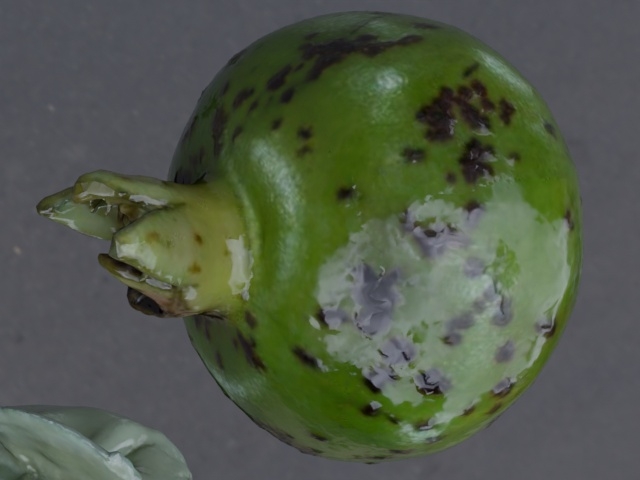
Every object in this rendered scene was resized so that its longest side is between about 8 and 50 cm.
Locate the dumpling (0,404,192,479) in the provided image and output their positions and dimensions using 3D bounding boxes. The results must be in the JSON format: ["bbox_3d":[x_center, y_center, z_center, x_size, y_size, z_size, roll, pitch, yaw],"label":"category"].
[{"bbox_3d":[-0.227,0.258,1.715,0.320,0.270,0.212,7,88,-2],"label":"dumpling"}]

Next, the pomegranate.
[{"bbox_3d":[0.000,0.000,0.839,0.263,0.211,0.211,-6,126,-32],"label":"pomegranate"}]
